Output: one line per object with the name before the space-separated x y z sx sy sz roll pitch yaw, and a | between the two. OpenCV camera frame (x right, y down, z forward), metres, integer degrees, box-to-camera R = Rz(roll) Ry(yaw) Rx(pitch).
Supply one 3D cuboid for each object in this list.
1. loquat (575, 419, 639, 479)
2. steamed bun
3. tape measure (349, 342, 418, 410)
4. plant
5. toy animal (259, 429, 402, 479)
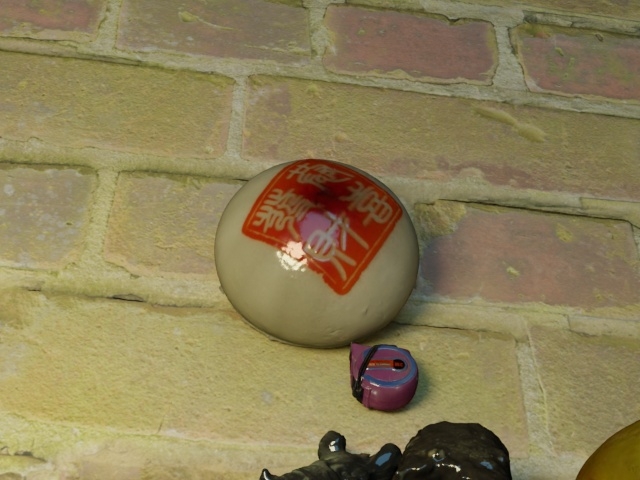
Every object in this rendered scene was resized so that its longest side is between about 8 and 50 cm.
loquat | 0.516 0.398 1.678 0.276 0.284 0.276 8 50 -10
steamed bun | 0.000 0.000 1.985 0.374 0.241 0.374 7 48 -8
tape measure | 0.108 0.230 1.900 0.118 0.074 0.125 3 41 -1
plant | 0.195 0.406 1.644 0.188 0.199 0.276 1 29 4
toy animal | -0.014 0.400 1.695 0.168 0.106 0.343 29 45 17
